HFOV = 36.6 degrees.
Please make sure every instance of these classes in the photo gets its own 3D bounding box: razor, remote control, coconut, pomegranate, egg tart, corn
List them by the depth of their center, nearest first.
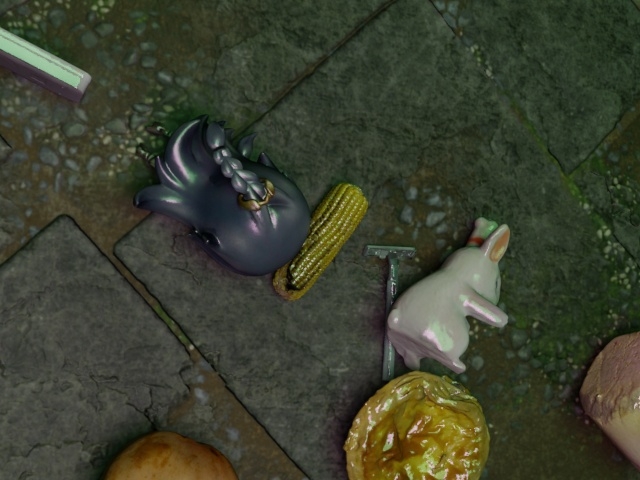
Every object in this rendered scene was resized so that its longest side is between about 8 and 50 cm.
[{"bbox_3d":[-0.201,0.354,1.286,0.207,0.207,0.207,2,86,-20],"label":"pomegranate"},{"bbox_3d":[-0.430,-0.260,1.299,0.250,0.103,0.034,26,80,-15],"label":"remote control"},{"bbox_3d":[0.000,0.000,1.454,0.072,0.072,0.203,39,75,-13],"label":"corn"},{"bbox_3d":[0.142,0.307,1.461,0.241,0.106,0.241,-2,97,-18],"label":"egg tart"},{"bbox_3d":[0.109,0.114,1.504,0.084,0.036,0.211,2,85,-18],"label":"razor"},{"bbox_3d":[0.572,0.269,1.562,0.244,0.239,0.239,42,74,-12],"label":"coconut"}]

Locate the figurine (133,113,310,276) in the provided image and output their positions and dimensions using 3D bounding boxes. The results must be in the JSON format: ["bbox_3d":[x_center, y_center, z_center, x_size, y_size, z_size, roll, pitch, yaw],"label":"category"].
[{"bbox_3d":[-0.135,-0.065,1.364,0.265,0.197,0.175,32,101,-19],"label":"figurine"}]

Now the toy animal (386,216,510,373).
[{"bbox_3d":[0.224,0.083,1.485,0.282,0.140,0.138,-39,100,-25],"label":"toy animal"}]
